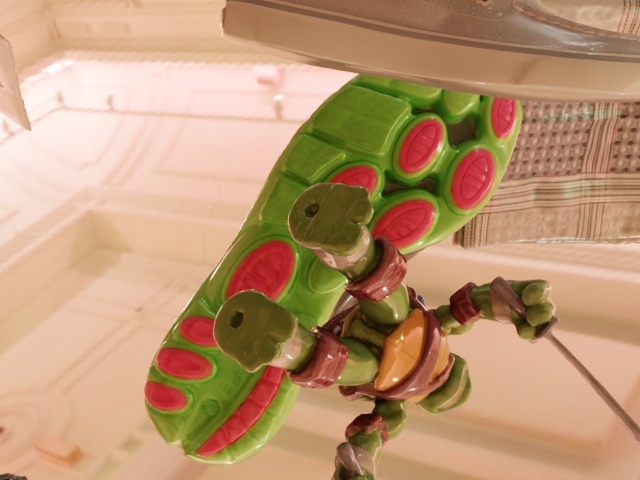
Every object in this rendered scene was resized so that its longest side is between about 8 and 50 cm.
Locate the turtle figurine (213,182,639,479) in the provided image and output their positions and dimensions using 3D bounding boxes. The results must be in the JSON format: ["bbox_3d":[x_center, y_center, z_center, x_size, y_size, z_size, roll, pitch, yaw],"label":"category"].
[{"bbox_3d":[0.075,0.095,0.722,0.198,0.266,0.274,-33,-134,20],"label":"turtle figurine"}]

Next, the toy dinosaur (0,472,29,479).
[{"bbox_3d":[-0.272,0.328,1.057,0.322,0.164,0.218,-13,-126,-16],"label":"toy dinosaur"}]

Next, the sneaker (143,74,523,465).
[{"bbox_3d":[0.000,0.000,1.029,0.483,0.185,0.202,-47,-174,3],"label":"sneaker"}]

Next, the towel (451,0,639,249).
[{"bbox_3d":[0.319,-0.134,1.224,0.324,0.312,0.056,-2,-159,-25],"label":"towel"}]

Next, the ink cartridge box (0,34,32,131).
[{"bbox_3d":[-0.363,-0.264,0.812,0.091,0.385,0.308,-52,-173,-12],"label":"ink cartridge box"}]

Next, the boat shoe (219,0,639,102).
[{"bbox_3d":[0.064,-0.119,0.519,0.228,0.081,0.079,11,-175,5],"label":"boat shoe"}]
